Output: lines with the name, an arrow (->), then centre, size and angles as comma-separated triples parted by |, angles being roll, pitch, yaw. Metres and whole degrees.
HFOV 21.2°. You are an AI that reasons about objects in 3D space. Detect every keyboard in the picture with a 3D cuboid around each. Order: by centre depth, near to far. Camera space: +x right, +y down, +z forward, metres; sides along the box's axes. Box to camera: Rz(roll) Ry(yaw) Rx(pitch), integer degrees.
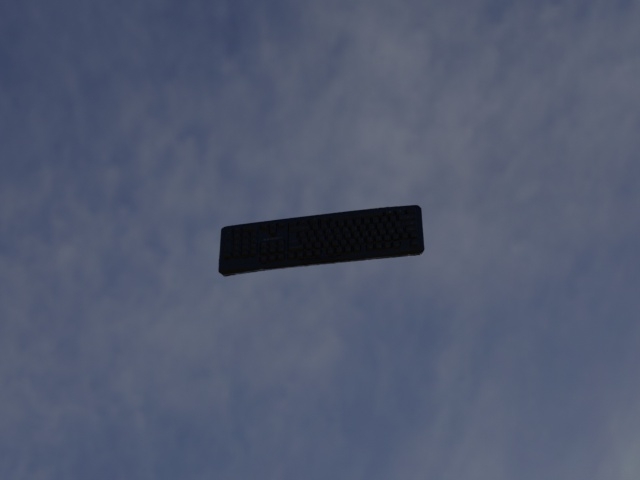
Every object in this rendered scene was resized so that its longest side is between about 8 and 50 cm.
keyboard -> 0.000, 0.000, 1.281 | 0.155, 0.053, 0.010 | -7, -45, 5
